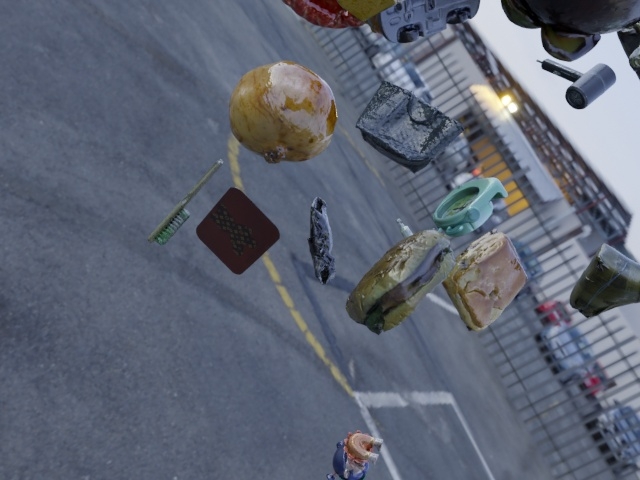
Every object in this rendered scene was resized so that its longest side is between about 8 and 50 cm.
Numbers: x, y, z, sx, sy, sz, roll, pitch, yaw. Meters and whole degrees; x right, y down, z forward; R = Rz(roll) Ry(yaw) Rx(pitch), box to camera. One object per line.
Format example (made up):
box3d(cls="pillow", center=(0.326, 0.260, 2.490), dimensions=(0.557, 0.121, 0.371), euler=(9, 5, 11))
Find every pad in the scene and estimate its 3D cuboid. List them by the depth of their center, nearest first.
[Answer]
box3d(cls="pad", center=(-0.221, -0.020, 1.822), dimensions=(0.181, 0.267, 0.004), euler=(45, 47, -3))

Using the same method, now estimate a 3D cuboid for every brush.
box3d(cls="brush", center=(-0.341, -0.095, 1.799), dimensions=(0.048, 0.282, 0.054), euler=(40, 8, -10))

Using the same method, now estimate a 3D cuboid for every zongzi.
box3d(cls="zongzi", center=(0.915, 0.172, 2.100), dimensions=(0.274, 0.250, 0.125), euler=(29, 47, 15))

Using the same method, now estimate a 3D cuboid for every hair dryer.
box3d(cls="hair dryer", center=(0.657, -0.437, 1.853), dimensions=(0.219, 0.124, 0.071), euler=(42, -18, 38))

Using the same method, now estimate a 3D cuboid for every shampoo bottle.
box3d(cls="shampoo bottle", center=(0.303, -0.017, 2.408), dimensions=(0.141, 0.034, 0.049), euler=(56, 25, -8))

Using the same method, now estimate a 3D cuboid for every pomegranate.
box3d(cls="pomegranate", center=(-0.084, -0.282, 1.568), dimensions=(0.248, 0.248, 0.248), euler=(53, 15, -21))

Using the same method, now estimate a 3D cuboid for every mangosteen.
box3d(cls="mangosteen", center=(0.409, -0.452, 1.069), dimensions=(0.311, 0.311, 0.311), euler=(53, 15, -21))

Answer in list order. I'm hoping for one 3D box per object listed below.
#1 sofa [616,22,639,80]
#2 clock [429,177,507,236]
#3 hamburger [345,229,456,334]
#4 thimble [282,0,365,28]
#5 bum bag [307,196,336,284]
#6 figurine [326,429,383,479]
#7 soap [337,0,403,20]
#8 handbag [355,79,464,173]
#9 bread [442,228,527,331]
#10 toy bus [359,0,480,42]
box3d(cls="sofa", center=(0.655, -0.344, 1.178), dimensions=(0.200, 0.258, 0.182), euler=(29, 56, -45))
box3d(cls="clock", center=(0.333, -0.067, 1.626), dimensions=(0.060, 0.188, 0.148), euler=(52, -23, -17))
box3d(cls="hamburger", center=(0.175, 0.087, 1.550), dimensions=(0.134, 0.265, 0.285), euler=(43, -20, 1))
box3d(cls="thimble", center=(0.055, -0.740, 1.850), dimensions=(0.350, 0.350, 0.230), euler=(33, 63, -60))
box3d(cls="bum bag", center=(-0.001, 0.000, 1.938), dimensions=(0.102, 0.069, 0.248), euler=(0, 80, -56))
box3d(cls="figurine", center=(0.086, 0.545, 1.768), dimensions=(0.102, 0.195, 0.111), euler=(25, 47, 7))
box3d(cls="soap", center=(0.045, -0.449, 1.038), dimensions=(0.140, 0.073, 0.232), euler=(-44, 111, -46))
box3d(cls="handbag", center=(0.212, -0.288, 1.751), dimensions=(0.270, 0.175, 0.088), euler=(38, -3, 27))
box3d(cls="bread", center=(0.443, 0.105, 1.850), dimensions=(0.099, 0.235, 0.210), euler=(15, -38, 56))
box3d(cls="toy bus", center=(0.164, -0.434, 1.220), dimensions=(0.136, 0.209, 0.126), euler=(41, -31, 50))
